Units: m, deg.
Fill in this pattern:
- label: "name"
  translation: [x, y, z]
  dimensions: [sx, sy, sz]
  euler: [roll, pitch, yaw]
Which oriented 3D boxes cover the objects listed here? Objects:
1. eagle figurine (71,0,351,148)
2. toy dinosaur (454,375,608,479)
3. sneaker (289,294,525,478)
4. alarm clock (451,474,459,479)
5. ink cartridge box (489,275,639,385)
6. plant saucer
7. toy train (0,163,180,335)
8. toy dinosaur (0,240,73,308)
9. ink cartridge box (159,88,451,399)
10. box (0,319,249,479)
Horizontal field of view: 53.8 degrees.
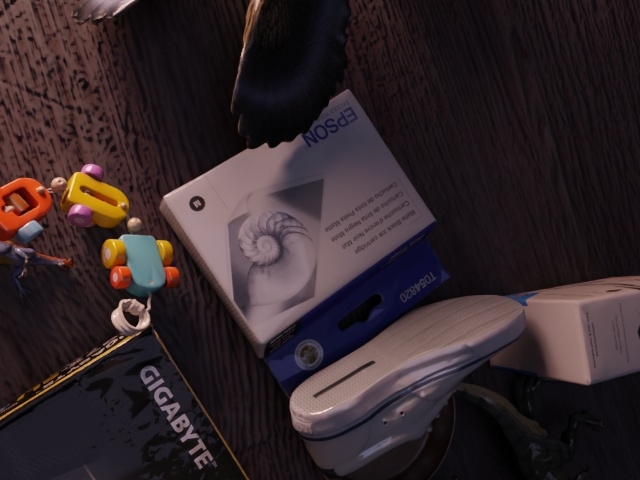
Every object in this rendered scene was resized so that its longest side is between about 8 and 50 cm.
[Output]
- label: "eagle figurine"
  translation: [-0.047, -0.265, 0.533]
  dimensions: [0.225, 0.298, 0.226]
  euler: [4, 42, -45]
- label: "toy dinosaur"
  translation: [0.245, 0.216, 0.702]
  dimensions: [0.118, 0.064, 0.268]
  euler: [-45, 107, -24]
- label: "sneaker"
  translation: [0.091, 0.135, 0.611]
  dimensions: [0.258, 0.094, 0.091]
  euler: [-23, 114, -18]
- label: "alarm clock"
  translation: [0.091, 0.328, 0.628]
  dimensions: [0.192, 0.064, 0.129]
  euler: [-45, 119, -13]
- label: "ink cartridge box"
  translation: [0.308, 0.091, 0.694]
  dimensions: [0.203, 0.148, 0.085]
  euler: [-7, 88, -24]
- label: "plant saucer"
  translation: [0.061, 0.181, 0.649]
  dimensions: [0.169, 0.029, 0.168]
  euler: [1, 88, -23]
- label: "toy train"
  translation: [-0.199, 0.005, 0.519]
  dimensions: [0.166, 0.046, 0.125]
  euler: [46, 38, -12]
- label: "toy dinosaur"
  translation: [-0.251, 0.010, 0.522]
  dimensions: [0.082, 0.047, 0.090]
  euler: [-12, 79, -43]
- label: "ink cartridge box"
  translation: [0.000, 0.000, 0.608]
  dimensions: [0.223, 0.045, 0.224]
  euler: [-35, 93, -21]
- label: "box"
  translation: [-0.171, 0.268, 0.521]
  dimensions: [0.257, 0.079, 0.321]
  euler: [-32, 100, -19]
